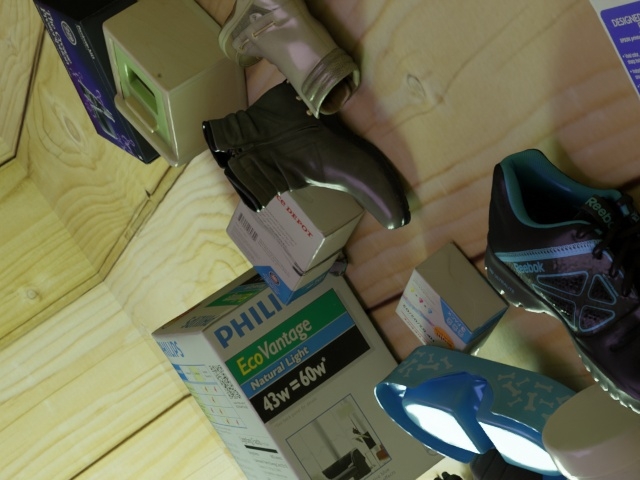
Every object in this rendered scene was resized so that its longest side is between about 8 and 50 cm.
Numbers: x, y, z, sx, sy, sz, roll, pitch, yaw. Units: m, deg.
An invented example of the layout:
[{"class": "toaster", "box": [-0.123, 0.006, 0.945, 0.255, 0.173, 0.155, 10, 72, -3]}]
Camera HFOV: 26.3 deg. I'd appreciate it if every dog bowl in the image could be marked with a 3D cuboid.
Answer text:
[{"class": "dog bowl", "box": [0.201, 0.204, 1.601, 0.297, 0.074, 0.166, 11, 148, 43]}]

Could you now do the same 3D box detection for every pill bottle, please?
[{"class": "pill bottle", "box": [0.341, 0.282, 1.371, 0.278, 0.162, 0.162, 60, 160, -13]}]

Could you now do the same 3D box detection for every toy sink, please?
[{"class": "toy sink", "box": [-0.197, -0.205, 1.882, 0.153, 0.131, 0.234, 47, 160, 24]}]

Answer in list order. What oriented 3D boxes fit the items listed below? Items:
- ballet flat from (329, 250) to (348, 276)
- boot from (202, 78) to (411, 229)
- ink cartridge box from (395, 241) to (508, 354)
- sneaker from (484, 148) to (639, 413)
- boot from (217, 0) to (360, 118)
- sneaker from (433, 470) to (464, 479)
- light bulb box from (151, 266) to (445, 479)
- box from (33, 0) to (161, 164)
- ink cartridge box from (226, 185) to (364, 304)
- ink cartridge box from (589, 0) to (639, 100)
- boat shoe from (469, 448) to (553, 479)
[{"class": "ballet flat", "box": [0.000, 0.000, 1.914, 0.114, 0.041, 0.041, 46, 159, 22]}, {"class": "boot", "box": [-0.021, -0.076, 1.633, 0.246, 0.161, 0.083, 50, 161, 15]}, {"class": "ink cartridge box", "box": [0.152, 0.089, 1.649, 0.104, 0.061, 0.181, 50, 161, 14]}, {"class": "sneaker", "box": [0.264, 0.041, 1.211, 0.341, 0.125, 0.139, 35, 148, 40]}, {"class": "boot", "box": [-0.035, -0.209, 1.582, 0.165, 0.077, 0.213, 51, 160, 4]}, {"class": "sneaker", "box": [0.221, 0.450, 2.038, 0.135, 0.097, 0.276, 39, 157, 40]}, {"class": "light bulb box", "box": [-0.040, 0.228, 2.090, 0.361, 0.225, 0.358, 58, 161, -6]}, {"class": "box", "box": [-0.319, -0.269, 2.120, 0.184, 0.103, 0.261, 27, 147, 49]}, {"class": "ink cartridge box", "box": [-0.037, -0.024, 1.827, 0.139, 0.082, 0.190, 51, 146, 13]}, {"class": "ink cartridge box", "box": [0.291, -0.133, 0.973, 0.208, 0.045, 0.206, 58, 161, -13]}, {"class": "boat shoe", "box": [0.312, 0.334, 1.619, 0.324, 0.123, 0.116, 39, 164, 50]}]
